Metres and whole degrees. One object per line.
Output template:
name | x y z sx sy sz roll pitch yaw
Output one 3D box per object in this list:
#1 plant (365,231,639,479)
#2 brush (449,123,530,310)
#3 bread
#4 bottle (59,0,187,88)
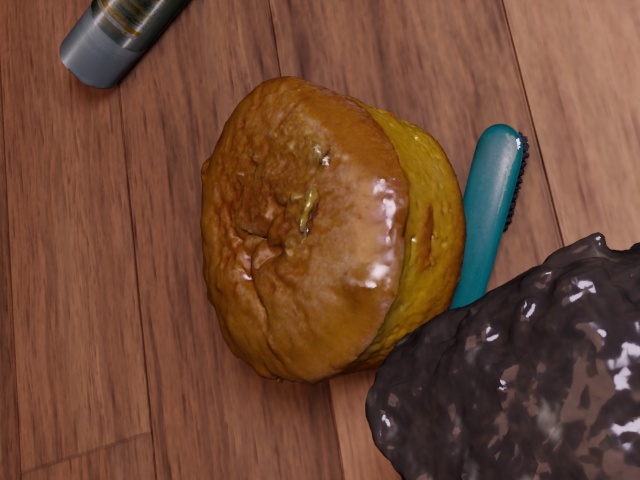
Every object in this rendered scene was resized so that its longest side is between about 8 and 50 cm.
plant | 0.202 0.096 0.545 0.312 0.215 0.213 -33 65 38
brush | 0.131 0.001 0.755 0.043 0.032 0.193 24 110 40
bread | 0.000 0.000 0.777 0.268 0.146 0.268 -10 77 50
bottle | -0.185 -0.289 1.046 0.286 0.082 0.082 -42 57 27
